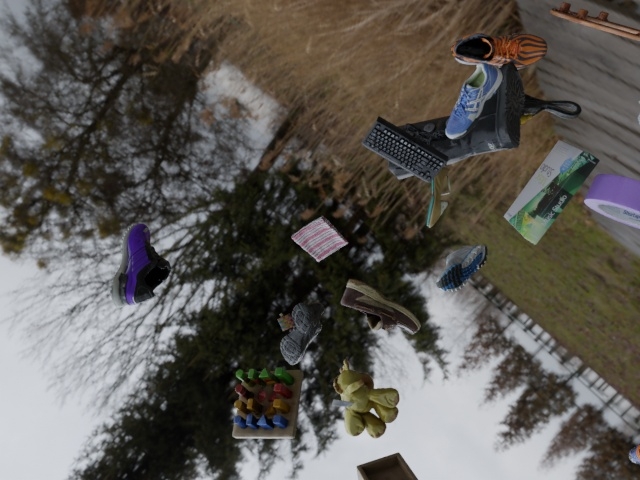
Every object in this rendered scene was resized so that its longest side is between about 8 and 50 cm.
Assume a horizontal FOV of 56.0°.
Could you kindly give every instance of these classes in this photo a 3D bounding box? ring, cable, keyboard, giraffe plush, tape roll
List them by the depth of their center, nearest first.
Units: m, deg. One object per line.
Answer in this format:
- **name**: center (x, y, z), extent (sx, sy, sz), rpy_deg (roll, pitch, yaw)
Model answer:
- **keyboard**: center (0.190, -0.204, 1.312), extent (0.180, 0.108, 0.023), rpy_deg (28, -144, -9)
- **ring**: center (0.707, -0.504, 1.412), extent (0.337, 0.032, 0.336), rpy_deg (11, -152, -6)
- **giraffe plush**: center (0.107, 0.444, 1.737), extent (0.210, 0.181, 0.170), rpy_deg (29, -170, -21)
- **tape roll**: center (0.980, -0.113, 1.886), extent (0.275, 0.090, 0.275), rpy_deg (23, -177, -1)
- **cable**: center (0.769, -0.470, 2.141), extent (0.072, 0.287, 0.139), rpy_deg (99, 166, -57)

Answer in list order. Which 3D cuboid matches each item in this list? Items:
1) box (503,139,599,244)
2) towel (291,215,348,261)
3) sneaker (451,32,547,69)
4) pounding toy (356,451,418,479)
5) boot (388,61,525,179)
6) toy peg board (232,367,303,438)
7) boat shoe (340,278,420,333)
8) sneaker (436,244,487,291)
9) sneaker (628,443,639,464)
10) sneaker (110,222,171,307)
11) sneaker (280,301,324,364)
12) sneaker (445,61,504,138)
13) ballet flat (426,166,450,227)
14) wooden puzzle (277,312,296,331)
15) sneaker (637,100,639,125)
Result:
- **box**: center (0.743, -0.163, 1.967), extent (0.058, 0.322, 0.232), rpy_deg (28, -164, -9)
- **towel**: center (0.000, 0.000, 2.229), extent (0.197, 0.144, 0.029), rpy_deg (44, -161, -45)
- **sneaker**: center (0.609, -0.641, 2.045), extent (0.321, 0.124, 0.180), rpy_deg (0, -165, 12)
- **pounding toy**: center (0.148, 0.661, 1.540), extent (0.181, 0.206, 0.094), rpy_deg (-139, 38, -68)
- **boot**: center (0.459, -0.411, 2.083), extent (0.146, 0.445, 0.367), rpy_deg (45, -132, -33)
- **toy peg board**: center (-0.138, 0.374, 1.417), extent (0.079, 0.161, 0.160), rpy_deg (53, -144, -48)
- **boat shoe**: center (0.210, 0.265, 2.140), extent (0.342, 0.123, 0.123), rpy_deg (35, 163, -28)
- **sneaker**: center (0.353, 0.070, 1.573), extent (0.083, 0.191, 0.071), rpy_deg (13, 127, 47)
- **sneaker**: center (0.945, 0.571, 1.658), extent (0.221, 0.087, 0.083), rpy_deg (-1, -112, -15)
- **sneaker**: center (-0.500, 0.067, 1.744), extent (0.102, 0.146, 0.293), rpy_deg (76, -171, -48)
- **sneaker**: center (-0.058, 0.354, 2.281), extent (0.130, 0.286, 0.109), rpy_deg (-10, -138, -46)
- **sneaker**: center (0.380, -0.361, 1.547), extent (0.081, 0.211, 0.080), rpy_deg (18, -165, -45)
- **ballet flat**: center (0.425, -0.157, 2.145), extent (0.073, 0.232, 0.080), rpy_deg (7, 172, 3)
- **wooden puzzle**: center (-0.121, 0.291, 2.137), extent (0.006, 0.049, 0.083), rpy_deg (-130, 17, -74)
- **sneaker**: center (1.053, -0.307, 1.757), extent (0.210, 0.137, 0.366), rpy_deg (54, -169, -21)
